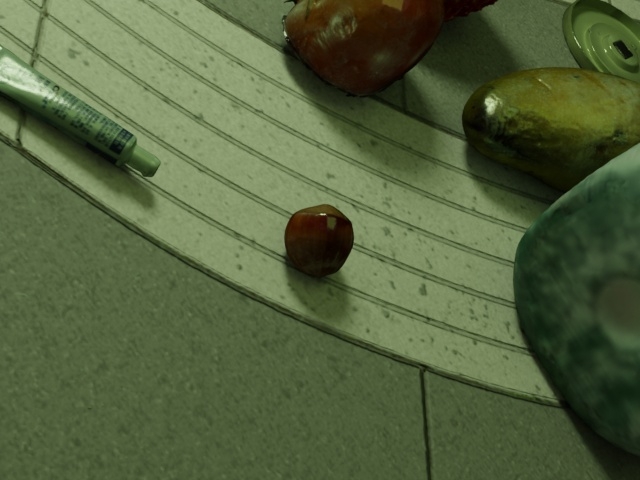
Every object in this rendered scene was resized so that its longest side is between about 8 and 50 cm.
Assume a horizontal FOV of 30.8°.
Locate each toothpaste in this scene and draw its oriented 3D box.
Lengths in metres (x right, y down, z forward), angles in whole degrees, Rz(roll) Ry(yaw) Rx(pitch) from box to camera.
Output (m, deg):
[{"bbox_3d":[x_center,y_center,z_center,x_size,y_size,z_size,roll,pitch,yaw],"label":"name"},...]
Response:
[{"bbox_3d":[-0.261,-0.132,1.204,0.216,0.037,0.062,33,43,-9],"label":"toothpaste"}]

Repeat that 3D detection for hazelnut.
[{"bbox_3d":[0.000,0.000,1.288,0.086,0.086,0.086,22,47,-25],"label":"hazelnut"}]

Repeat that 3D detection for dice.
[{"bbox_3d":[0.473,0.051,1.442,0.348,0.328,0.330,-13,68,-44],"label":"dice"}]

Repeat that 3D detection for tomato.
[{"bbox_3d":[0.075,-0.298,1.491,0.181,0.155,0.214,45,41,-7],"label":"tomato"}]

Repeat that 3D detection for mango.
[{"bbox_3d":[0.346,-0.153,1.637,0.329,0.176,0.176,8,20,-11],"label":"mango"}]

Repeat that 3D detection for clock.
[{"bbox_3d":[0.511,-0.320,1.987,0.235,0.029,0.235,22,47,-25],"label":"clock"}]

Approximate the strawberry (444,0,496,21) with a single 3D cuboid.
[{"bbox_3d":[0.173,-0.402,1.677,0.205,0.205,0.244,47,61,1],"label":"strawberry"}]
